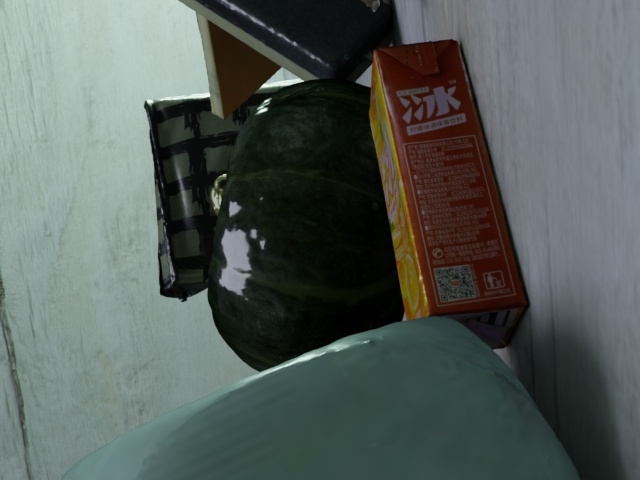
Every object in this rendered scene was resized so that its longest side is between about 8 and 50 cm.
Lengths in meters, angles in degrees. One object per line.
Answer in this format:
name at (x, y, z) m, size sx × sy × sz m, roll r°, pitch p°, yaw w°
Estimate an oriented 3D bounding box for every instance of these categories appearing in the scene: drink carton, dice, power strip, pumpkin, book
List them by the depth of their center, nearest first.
dice at (0.007, 0.215, 0.608) m, size 0.262 × 0.268 × 0.264 m, roll 116°, pitch 130°, yaw -72°
drink carton at (0.088, -0.032, 0.747) m, size 0.096 × 0.071 × 0.223 m, roll 90°, pitch 172°, yaw -64°
pumpkin at (-0.009, -0.007, 0.973) m, size 0.300 × 0.207 × 0.300 m, roll 9°, pitch -90°, yaw -88°
power strip at (-0.044, -0.252, 1.056) m, size 0.257 × 0.105 × 0.070 m, roll 35°, pitch 161°, yaw 18°
book at (-0.062, -0.350, 1.286) m, size 0.028 × 0.262 × 0.374 m, roll 37°, pitch 157°, yaw 19°

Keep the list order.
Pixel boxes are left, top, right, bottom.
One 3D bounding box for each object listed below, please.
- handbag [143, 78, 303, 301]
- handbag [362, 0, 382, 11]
handbag at (-0.109, -0.085, 1.606) m, size 0.162 × 0.325 × 0.327 m, roll 83°, pitch 179°, yaw -70°
handbag at (0.012, -0.346, 0.905) m, size 0.182 × 0.117 × 0.270 m, roll -148°, pitch 49°, yaw -67°
